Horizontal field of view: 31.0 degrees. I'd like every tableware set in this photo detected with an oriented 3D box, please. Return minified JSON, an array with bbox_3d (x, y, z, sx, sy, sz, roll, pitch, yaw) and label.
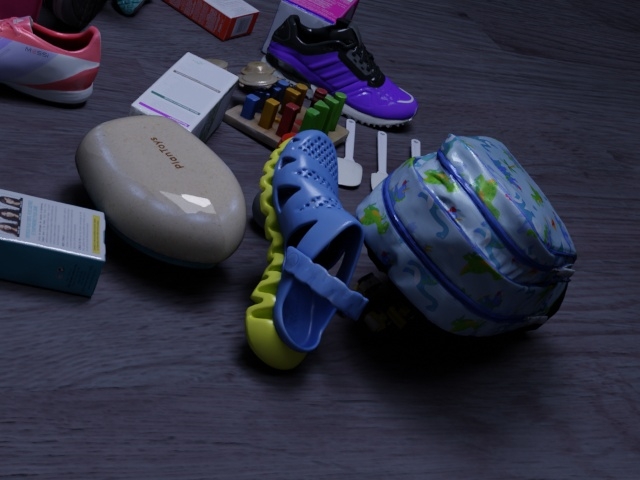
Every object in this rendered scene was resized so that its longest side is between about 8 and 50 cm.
[{"bbox_3d":[-0.146,-0.273,1.910,0.169,0.020,0.141,2,25,2],"label":"tableware set"}]

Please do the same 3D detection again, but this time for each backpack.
[{"bbox_3d":[0.191,-0.009,1.506,0.355,0.273,0.290,-11,67,-51],"label":"backpack"}]

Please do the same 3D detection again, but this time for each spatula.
[{"bbox_3d":[0.105,-0.126,1.915,0.168,0.019,0.242,15,30,-5],"label":"spatula"}]

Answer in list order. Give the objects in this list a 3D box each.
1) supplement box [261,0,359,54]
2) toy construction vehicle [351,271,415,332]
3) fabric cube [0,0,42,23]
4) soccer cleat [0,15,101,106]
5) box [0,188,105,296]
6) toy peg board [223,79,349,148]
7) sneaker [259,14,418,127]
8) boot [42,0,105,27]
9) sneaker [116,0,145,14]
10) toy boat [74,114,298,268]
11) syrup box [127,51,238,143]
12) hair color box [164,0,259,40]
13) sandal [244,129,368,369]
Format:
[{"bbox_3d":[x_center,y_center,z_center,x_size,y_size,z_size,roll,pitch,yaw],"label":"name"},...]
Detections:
[{"bbox_3d":[-0.014,-0.411,2.172,0.114,0.111,0.220,27,30,4],"label":"supplement box"},{"bbox_3d":[0.075,0.090,1.546,0.086,0.035,0.098,47,38,14],"label":"toy construction vehicle"},{"bbox_3d":[-0.570,-0.463,1.706,0.258,0.259,0.254,42,33,26],"label":"fabric cube"},{"bbox_3d":[-0.466,-0.274,1.627,0.318,0.116,0.108,7,35,-29],"label":"soccer cleat"},{"bbox_3d":[-0.376,-0.009,1.338,0.244,0.060,0.100,13,33,-19],"label":"box"},{"bbox_3d":[-0.044,-0.213,1.867,0.161,0.079,0.161,30,30,14],"label":"toy peg board"},{"bbox_3d":[0.049,-0.307,2.022,0.293,0.146,0.102,21,31,-6],"label":"sneaker"},{"bbox_3d":[-0.485,-0.492,1.930,0.284,0.138,0.377,23,27,-6],"label":"boot"},{"bbox_3d":[-0.317,-0.454,2.069,0.065,0.076,0.166,2,52,15],"label":"sneaker"},{"bbox_3d":[-0.151,-0.057,1.517,0.318,0.148,0.267,-10,45,-35],"label":"toy boat"},{"bbox_3d":[-0.209,-0.184,1.697,0.096,0.093,0.237,26,31,2],"label":"syrup box"},{"bbox_3d":[-0.208,-0.437,2.131,0.167,0.053,0.093,37,34,17],"label":"hair color box"},{"bbox_3d":[0.000,0.000,1.413,0.126,0.138,0.317,30,51,-42],"label":"sandal"}]
